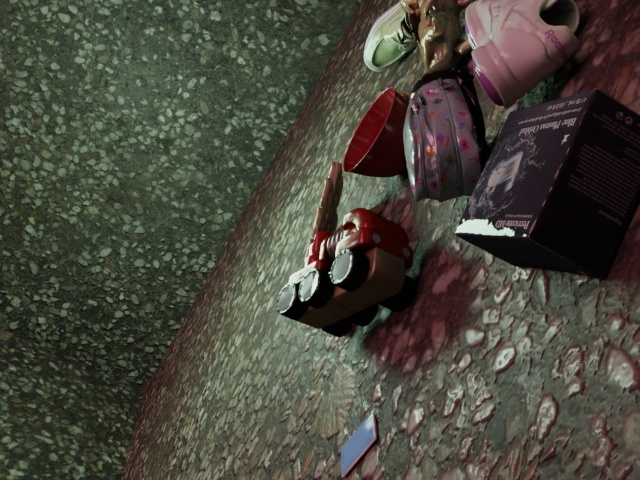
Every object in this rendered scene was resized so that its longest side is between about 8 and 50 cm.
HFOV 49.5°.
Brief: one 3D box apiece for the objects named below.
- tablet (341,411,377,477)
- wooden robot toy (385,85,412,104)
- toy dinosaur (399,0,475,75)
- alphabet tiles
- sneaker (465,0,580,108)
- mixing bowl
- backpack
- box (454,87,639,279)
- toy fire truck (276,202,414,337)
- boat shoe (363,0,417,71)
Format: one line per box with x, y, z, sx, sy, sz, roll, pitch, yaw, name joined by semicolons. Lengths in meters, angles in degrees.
0.051;0.274;0.934;0.083;0.006;0.054;-55;15;24;tablet
0.172;-0.271;1.427;0.173;0.079;0.076;115;137;-80;wooden robot toy
0.225;-0.389;1.327;0.200;0.127;0.295;128;152;-62;toy dinosaur
0.000;0.000;1.325;0.278;0.021;0.283;74;-150;-76;alphabet tiles
0.291;-0.293;0.988;0.152;0.114;0.305;-32;26;25;sneaker
0.130;-0.188;1.315;0.181;0.098;0.181;-57;15;25;mixing bowl
0.171;-0.129;0.945;0.115;0.151;0.181;-12;42;11;backpack
0.237;-0.055;0.707;0.158;0.093;0.156;-65;14;-5;box
0.058;0.011;1.109;0.217;0.159;0.246;-33;42;46;toy fire truck
0.201;-0.509;1.647;0.302;0.109;0.094;-46;23;41;boat shoe
